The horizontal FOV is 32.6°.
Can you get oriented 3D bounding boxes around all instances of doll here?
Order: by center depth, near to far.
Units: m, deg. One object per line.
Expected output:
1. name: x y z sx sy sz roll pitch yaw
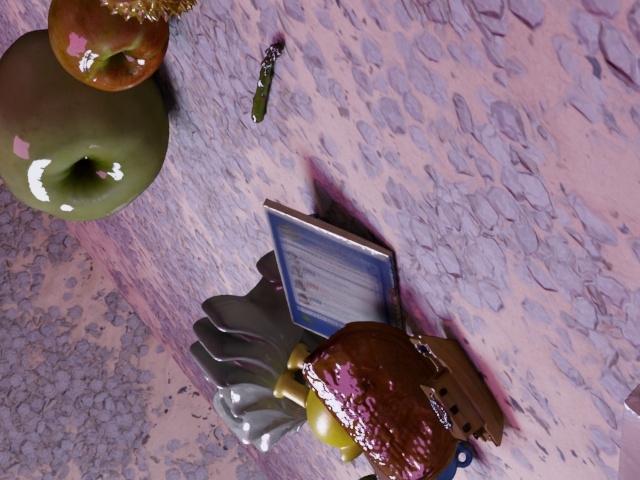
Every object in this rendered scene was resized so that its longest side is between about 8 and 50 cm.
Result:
1. doll: 0.092 0.286 1.832 0.363 0.199 0.145 25 -178 23

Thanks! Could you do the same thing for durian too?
1. durian: -0.255 -0.394 1.608 0.182 0.165 0.132 31 117 4

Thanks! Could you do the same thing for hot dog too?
1. hot dog: 0.101 0.247 1.680 0.272 0.122 0.196 47 119 -2

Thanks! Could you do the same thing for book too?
1. book: 0.029 0.077 1.723 0.228 0.018 0.322 23 148 23

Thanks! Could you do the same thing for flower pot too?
1. flower pot: -0.097 0.202 1.995 0.164 0.254 0.367 42 159 42

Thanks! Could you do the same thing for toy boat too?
1. toy boat: 0.190 0.215 1.566 0.200 0.077 0.057 58 163 -9

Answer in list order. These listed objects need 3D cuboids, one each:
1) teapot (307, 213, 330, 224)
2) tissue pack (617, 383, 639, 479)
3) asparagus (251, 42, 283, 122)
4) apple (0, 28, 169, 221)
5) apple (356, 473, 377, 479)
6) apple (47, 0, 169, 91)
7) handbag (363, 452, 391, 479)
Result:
1. teapot: -0.004 0.002 1.729 0.083 0.049 0.063 60 162 -17
2. tissue pack: 0.396 0.284 1.168 0.170 0.071 0.325 40 158 35
3. asparagus: -0.079 -0.225 1.556 0.025 0.024 0.248 12 161 -6
4. apple: -0.450 -0.221 2.029 0.357 0.357 0.357 48 161 22
5. apple: 0.122 0.596 2.315 0.196 0.157 0.196 56 170 15
6. apple: -0.339 -0.345 1.745 0.196 0.196 0.196 48 161 22
7. handbag: 0.161 0.446 2.078 0.193 0.072 0.151 57 163 -11
